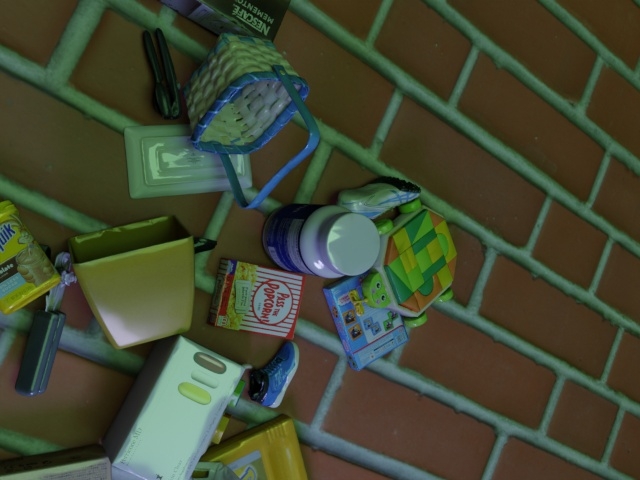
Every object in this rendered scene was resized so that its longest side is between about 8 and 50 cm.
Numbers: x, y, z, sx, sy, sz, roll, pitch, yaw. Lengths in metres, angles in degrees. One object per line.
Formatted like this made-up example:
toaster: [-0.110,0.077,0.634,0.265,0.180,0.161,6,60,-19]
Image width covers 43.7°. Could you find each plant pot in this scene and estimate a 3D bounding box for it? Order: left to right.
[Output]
plant pot: [-0.342,0.081,1.496,0.212,0.212,0.187,-14,108,-16]

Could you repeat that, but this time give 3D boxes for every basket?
basket: [-0.220,0.517,1.580,0.113,0.167,0.103,11,92,-31]
basket: [-0.129,-0.239,1.544,0.201,0.255,0.288,0,60,-44]

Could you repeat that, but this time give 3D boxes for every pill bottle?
pill bottle: [0.000,0.000,1.668,0.153,0.265,0.153,-3,95,-31]

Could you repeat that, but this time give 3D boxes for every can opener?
can opener: [-0.524,0.149,1.497,0.093,0.074,0.280,10,86,4]
can opener: [-0.311,-0.330,1.585,0.059,0.073,0.186,-9,89,-22]

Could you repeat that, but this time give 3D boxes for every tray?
tray: [-0.263,-0.168,1.639,0.271,0.030,0.145,-8,96,-30]

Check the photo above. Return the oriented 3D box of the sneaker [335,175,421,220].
sneaker: [0.133,-0.092,1.855,0.237,0.085,0.086,-15,127,-32]

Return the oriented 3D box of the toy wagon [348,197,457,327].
toy wagon: [0.199,0.069,1.871,0.344,0.068,0.267,-36,111,-40]

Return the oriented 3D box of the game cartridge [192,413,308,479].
game cartridge: [-0.172,0.570,1.732,0.324,0.053,0.285,-19,103,-26]

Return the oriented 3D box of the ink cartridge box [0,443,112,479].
ink cartridge box: [-0.517,0.505,1.505,0.235,0.088,0.193,-2,96,-31]

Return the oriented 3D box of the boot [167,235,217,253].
boot: [-0.276,0.040,1.637,0.121,0.045,0.099,6,88,-23]

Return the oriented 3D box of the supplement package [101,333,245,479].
supplement package: [-0.290,0.321,1.545,0.145,0.204,0.261,30,79,-17]

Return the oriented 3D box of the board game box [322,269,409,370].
board game box: [0.109,0.175,1.875,0.160,0.039,0.211,-26,107,-26]

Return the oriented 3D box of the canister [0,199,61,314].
canister: [-0.559,0.032,1.421,0.126,0.073,0.169,-35,88,-20]

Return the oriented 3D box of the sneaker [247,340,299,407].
sneaker: [-0.107,0.286,1.745,0.085,0.058,0.152,25,88,-38]

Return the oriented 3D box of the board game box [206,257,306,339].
board game box: [-0.136,0.127,1.725,0.194,0.045,0.146,13,87,-31]

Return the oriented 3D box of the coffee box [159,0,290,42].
coffee box: [-0.211,-0.521,1.592,0.297,0.119,0.168,28,79,-29]

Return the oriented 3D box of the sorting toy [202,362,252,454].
sorting toy: [-0.192,0.346,1.630,0.038,0.193,0.208,28,80,1]
